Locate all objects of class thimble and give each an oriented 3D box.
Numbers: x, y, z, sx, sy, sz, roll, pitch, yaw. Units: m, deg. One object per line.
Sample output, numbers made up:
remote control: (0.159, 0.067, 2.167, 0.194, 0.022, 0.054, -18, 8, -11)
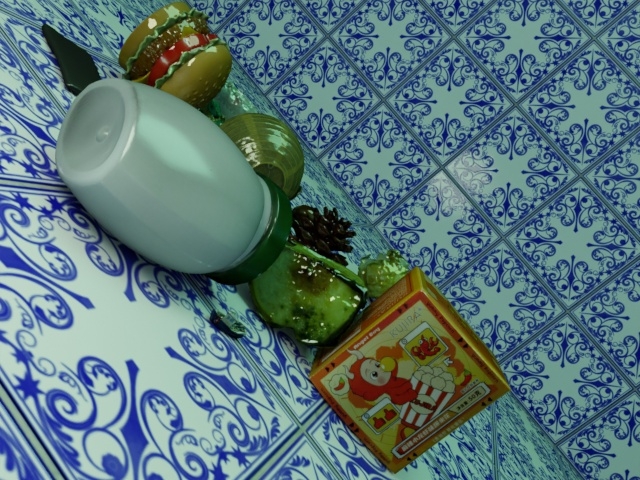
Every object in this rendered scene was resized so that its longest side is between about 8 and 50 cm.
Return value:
thimble: (-0.302, -0.408, 1.970, 0.211, 0.149, 0.185, 54, 15, 27)

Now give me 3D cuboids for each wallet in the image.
wallet: (-0.512, -0.364, 1.329, 0.124, 0.025, 0.244, 34, 19, -52)

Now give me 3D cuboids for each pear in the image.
pear: (-0.037, 0.095, 1.311, 0.238, 0.164, 0.255, 30, 4, -1)

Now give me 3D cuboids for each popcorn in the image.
popcorn: (0.222, 0.109, 2.127, 0.198, 0.212, 0.198, 31, -20, 13)

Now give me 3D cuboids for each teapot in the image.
teapot: (-0.046, -0.057, 1.997, 0.098, 0.078, 0.129, 10, -25, 28)

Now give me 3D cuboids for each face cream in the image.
face cream: (-0.224, -0.085, 1.009, 0.357, 0.219, 0.312, 38, 16, -48)

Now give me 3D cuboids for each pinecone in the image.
pinecone: (0.000, 0.000, 1.666, 0.208, 0.208, 0.207, 47, 11, -12)

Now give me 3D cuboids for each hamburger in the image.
hamburger: (-0.347, -0.435, 1.578, 0.212, 0.274, 0.274, 48, 11, -3)

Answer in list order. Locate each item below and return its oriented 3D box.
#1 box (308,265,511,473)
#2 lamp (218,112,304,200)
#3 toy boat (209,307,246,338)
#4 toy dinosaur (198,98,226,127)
box: (0.171, 0.249, 1.250, 0.259, 0.283, 0.214, 49, 12, -1)
lamp: (-0.170, -0.195, 1.524, 0.250, 0.250, 0.284, 41, 10, -35)
toy boat: (-0.151, 0.133, 1.041, 0.083, 0.038, 0.038, 41, 14, -41)
toy dinosaur: (-0.318, -0.365, 1.765, 0.153, 0.094, 0.259, -103, -179, -72)
